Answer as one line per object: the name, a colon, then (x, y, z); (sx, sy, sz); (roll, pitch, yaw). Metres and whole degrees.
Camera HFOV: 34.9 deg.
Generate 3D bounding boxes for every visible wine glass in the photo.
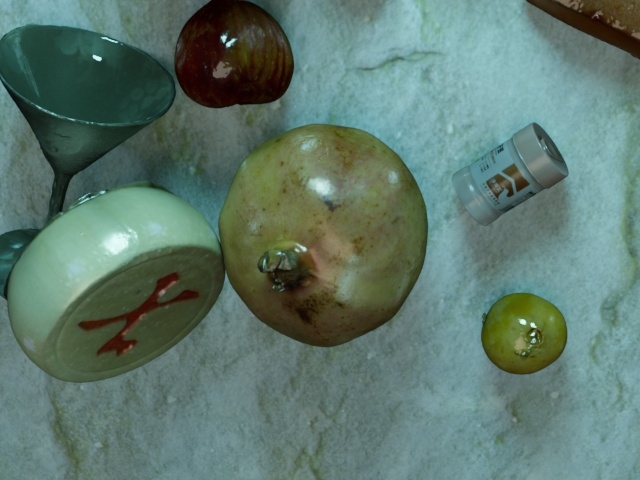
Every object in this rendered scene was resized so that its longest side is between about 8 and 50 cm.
wine glass: (-0.402, -0.096, 1.592); (0.267, 0.267, 0.406); (20, 124, -2)

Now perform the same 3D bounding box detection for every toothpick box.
toothpick box: (0.289, -0.100, 1.554); (0.149, 0.098, 0.098); (-34, 109, 25)

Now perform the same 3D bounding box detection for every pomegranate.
pomegranate: (0.000, 0.000, 1.530); (0.338, 0.338, 0.338); (4, 119, 7)

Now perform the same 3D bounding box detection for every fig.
fig: (-0.131, -0.298, 1.491); (0.175, 0.175, 0.207); (-3, 103, 11)

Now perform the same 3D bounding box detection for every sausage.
sausage: (0.433, -0.311, 1.416); (0.330, 0.102, 0.102); (23, 120, -4)

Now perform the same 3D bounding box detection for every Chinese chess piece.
Chinese chess piece: (-0.309, 0.069, 1.557); (0.140, 0.338, 0.338); (50, 123, 27)

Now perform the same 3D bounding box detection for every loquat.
loquat: (0.330, 0.153, 1.666); (0.141, 0.141, 0.141); (4, 119, 7)
